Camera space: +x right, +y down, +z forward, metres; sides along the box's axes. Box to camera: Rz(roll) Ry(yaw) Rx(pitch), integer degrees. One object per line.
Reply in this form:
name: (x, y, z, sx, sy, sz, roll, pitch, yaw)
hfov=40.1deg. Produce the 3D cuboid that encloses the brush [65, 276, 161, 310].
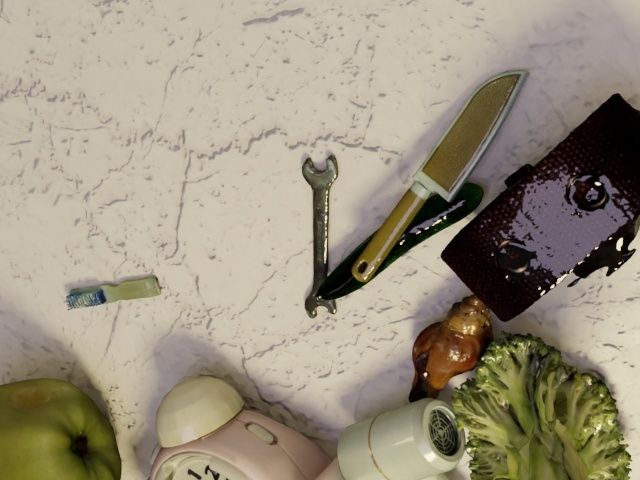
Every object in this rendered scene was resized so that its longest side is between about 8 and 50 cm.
brush: (-0.336, 0.086, 1.405, 0.178, 0.030, 0.033, -9, 99, 25)

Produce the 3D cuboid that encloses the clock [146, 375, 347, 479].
clock: (-0.133, 0.404, 1.387, 0.325, 0.184, 0.342, 25, 114, 14)

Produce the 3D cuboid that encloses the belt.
belt: (0.286, -0.025, 1.021, 0.164, 0.184, 0.289, 48, 121, 6)

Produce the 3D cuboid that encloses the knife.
knife: (0.151, -0.076, 1.111, 0.061, 0.027, 0.343, 42, 109, 24)

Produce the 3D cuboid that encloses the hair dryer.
hair dryer: (0.201, 0.382, 1.296, 0.357, 0.108, 0.173, 46, 133, -16)

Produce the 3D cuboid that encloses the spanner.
spanner: (0.000, 0.000, 1.243, 0.054, 0.015, 0.255, 8, 115, 16)

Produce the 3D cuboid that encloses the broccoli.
broccoli: (0.292, 0.300, 1.075, 0.221, 0.361, 0.252, -12, 127, 7)

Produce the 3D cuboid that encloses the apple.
apple: (-0.503, 0.403, 1.434, 0.357, 0.357, 0.357, 8, 115, 18)

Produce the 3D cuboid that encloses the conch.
conch: (0.170, 0.156, 1.209, 0.086, 0.080, 0.233, 48, 121, 10)

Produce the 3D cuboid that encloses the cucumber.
cucumber: (0.101, 0.002, 1.185, 0.284, 0.056, 0.056, -35, 97, 26)
